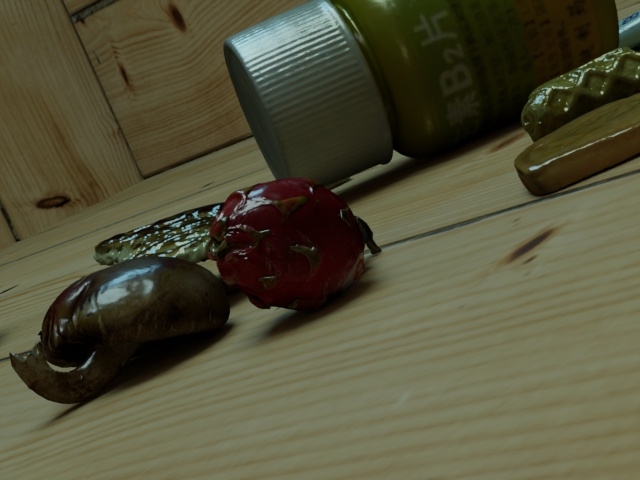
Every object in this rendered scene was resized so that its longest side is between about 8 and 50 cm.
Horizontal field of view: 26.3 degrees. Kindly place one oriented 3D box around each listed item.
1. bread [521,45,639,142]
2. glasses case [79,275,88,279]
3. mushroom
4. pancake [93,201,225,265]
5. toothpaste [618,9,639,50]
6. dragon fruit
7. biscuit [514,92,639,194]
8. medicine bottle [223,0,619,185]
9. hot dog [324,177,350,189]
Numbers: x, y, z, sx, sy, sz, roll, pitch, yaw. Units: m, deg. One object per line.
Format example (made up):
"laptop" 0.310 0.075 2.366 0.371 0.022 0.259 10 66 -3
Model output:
"bread" 0.220 -0.115 1.145 0.110 0.060 0.066 -27 -8 -2
"glasses case" -0.191 0.060 1.238 0.064 0.041 0.170 -3 6 -4
"mushroom" -0.148 0.059 0.980 0.170 0.080 0.135 -27 -2 -44
"pancake" -0.111 0.015 1.169 0.266 0.057 0.244 -14 11 25
"toothpaste" 0.362 -0.243 1.664 0.297 0.048 0.075 -26 10 11
"dragon fruit" 0.000 0.000 0.949 0.094 0.094 0.190 -19 -8 33
"biscuit" 0.226 -0.087 1.040 0.221 0.029 0.142 -28 9 -29
"medicine bottle" 0.106 -0.205 1.478 0.384 0.224 0.224 -24 8 -7
"hot dog" -0.008 -0.070 1.611 0.090 0.034 0.030 -25 9 -20
